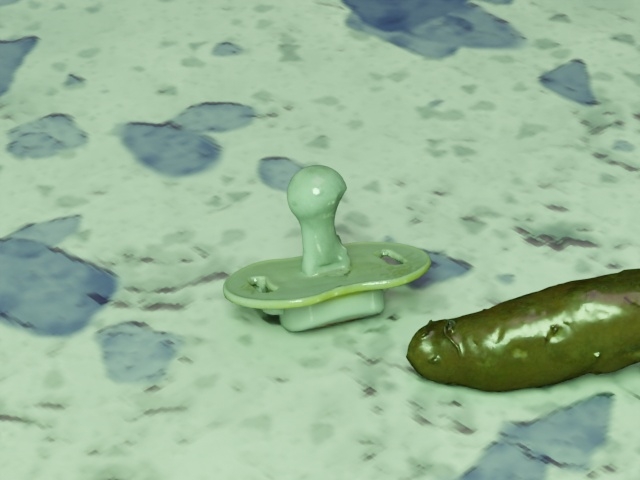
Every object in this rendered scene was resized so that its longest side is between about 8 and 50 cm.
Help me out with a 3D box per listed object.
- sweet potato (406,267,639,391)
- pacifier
[{"bbox_3d":[0.166,0.031,0.669,0.269,0.075,0.075,3,35,10],"label":"sweet potato"},{"bbox_3d":[0.000,0.000,0.718,0.083,0.064,0.068,-11,20,-16],"label":"pacifier"}]
